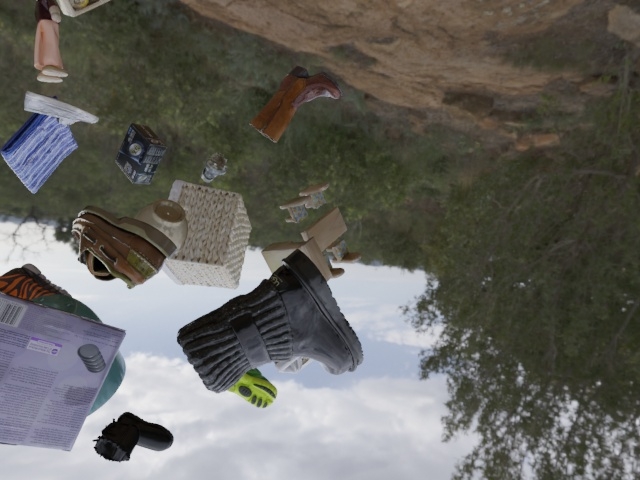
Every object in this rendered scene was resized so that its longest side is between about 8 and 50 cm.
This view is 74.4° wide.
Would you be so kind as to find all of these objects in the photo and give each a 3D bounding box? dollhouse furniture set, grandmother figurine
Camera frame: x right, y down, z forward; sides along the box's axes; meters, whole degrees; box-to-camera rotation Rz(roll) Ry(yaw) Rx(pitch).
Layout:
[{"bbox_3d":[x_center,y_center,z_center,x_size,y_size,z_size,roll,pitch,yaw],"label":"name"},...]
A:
[{"bbox_3d":[0.000,0.000,1.692,0.257,0.362,0.394,-5,-154,45],"label":"dollhouse furniture set"},{"bbox_3d":[-0.917,-0.725,1.413,0.208,0.342,0.104,-5,-178,35],"label":"grandmother figurine"}]

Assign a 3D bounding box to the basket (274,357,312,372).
[{"bbox_3d":[-0.064,0.252,1.039,0.103,0.113,0.167,52,177,22],"label":"basket"}]

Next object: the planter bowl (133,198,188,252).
[{"bbox_3d":[-0.458,-0.052,1.232,0.162,0.109,0.162,26,-145,-20],"label":"planter bowl"}]

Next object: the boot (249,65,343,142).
[{"bbox_3d":[-0.088,-0.464,1.464,0.264,0.280,0.096,33,173,27],"label":"boot"}]

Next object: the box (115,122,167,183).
[{"bbox_3d":[-0.694,-0.332,1.624,0.147,0.180,0.078,46,-156,21],"label":"box"}]

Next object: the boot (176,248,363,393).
[{"bbox_3d":[-0.080,0.201,0.784,0.131,0.260,0.347,34,157,48],"label":"boot"}]

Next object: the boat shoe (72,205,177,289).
[{"bbox_3d":[-0.391,0.012,0.764,0.307,0.104,0.110,6,145,43],"label":"boat shoe"}]

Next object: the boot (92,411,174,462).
[{"bbox_3d":[-0.332,0.359,0.752,0.121,0.045,0.099,30,-179,-3],"label":"boot"}]

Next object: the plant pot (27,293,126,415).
[{"bbox_3d":[-0.671,0.280,1.049,0.293,0.235,0.293,-2,-150,1],"label":"plant pot"}]

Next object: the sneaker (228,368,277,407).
[{"bbox_3d":[-0.265,0.416,1.311,0.295,0.109,0.123,47,163,-20],"label":"sneaker"}]

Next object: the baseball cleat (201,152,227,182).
[{"bbox_3d":[-0.358,-0.231,1.410,0.072,0.109,0.206,33,-165,-15],"label":"baseball cleat"}]

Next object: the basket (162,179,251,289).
[{"bbox_3d":[-0.440,-0.009,1.629,0.267,0.328,0.331,7,157,2],"label":"basket"}]

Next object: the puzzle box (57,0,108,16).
[{"bbox_3d":[-0.554,-0.805,1.098,0.052,0.409,0.272,26,148,24],"label":"puzzle box"}]

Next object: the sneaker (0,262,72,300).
[{"bbox_3d":[-0.914,0.210,1.327,0.321,0.124,0.180,29,-143,18],"label":"sneaker"}]

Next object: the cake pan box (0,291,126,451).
[{"bbox_3d":[-0.549,0.245,0.790,0.267,0.245,0.070,29,159,-35],"label":"cake pan box"}]

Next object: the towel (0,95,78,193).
[{"bbox_3d":[-0.903,-0.302,1.380,0.040,0.243,0.336,31,157,-10],"label":"towel"}]

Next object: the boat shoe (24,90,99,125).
[{"bbox_3d":[-0.734,-0.362,1.198,0.066,0.063,0.184,29,-168,36],"label":"boat shoe"}]
